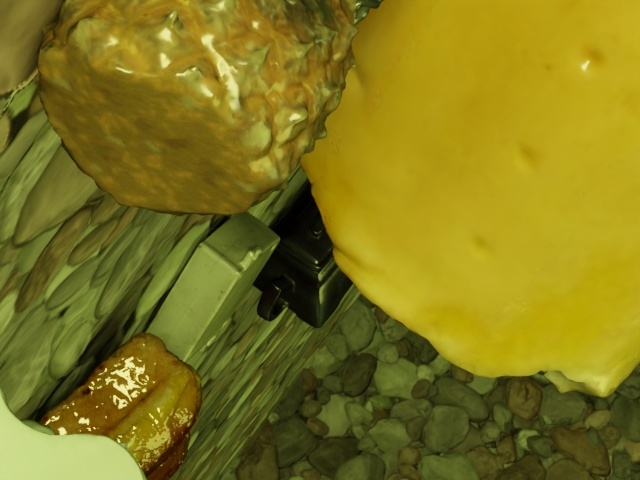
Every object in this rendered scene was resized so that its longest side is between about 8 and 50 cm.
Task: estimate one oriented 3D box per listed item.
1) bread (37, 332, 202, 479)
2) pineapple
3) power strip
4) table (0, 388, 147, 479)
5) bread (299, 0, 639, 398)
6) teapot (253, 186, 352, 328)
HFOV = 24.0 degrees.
[{"bbox_3d":[-0.153,0.155,1.109,0.139,0.077,0.271,-42,173,-19],"label":"bread"},{"bbox_3d":[-0.011,-0.120,0.592,0.119,0.111,0.237,-11,-140,49],"label":"pineapple"},{"bbox_3d":[-0.094,0.051,1.152,0.175,0.042,0.075,-56,173,32],"label":"power strip"},{"bbox_3d":[-0.162,0.106,0.437,0.198,0.166,0.166,-51,173,-19],"label":"table"},{"bbox_3d":[0.142,-0.168,0.780,0.361,0.250,0.394,-73,-170,-52],"label":"bread"},{"bbox_3d":[0.000,0.000,1.373,0.177,0.087,0.096,-51,169,-19],"label":"teapot"}]
